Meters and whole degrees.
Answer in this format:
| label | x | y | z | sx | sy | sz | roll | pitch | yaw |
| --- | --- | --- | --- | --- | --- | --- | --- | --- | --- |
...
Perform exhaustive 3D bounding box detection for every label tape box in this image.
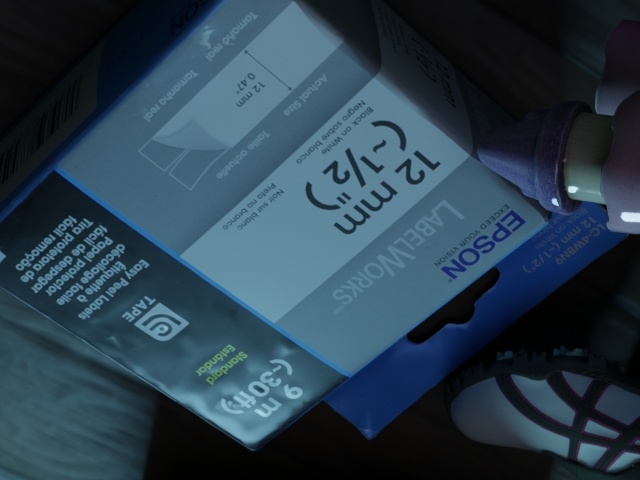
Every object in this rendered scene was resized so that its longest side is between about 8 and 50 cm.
| label | x | y | z | sx | sy | sz | roll | pitch | yaw |
| --- | --- | --- | --- | --- | --- | --- | --- | --- | --- |
| label tape box | 0.000 | 0.000 | 0.812 | 0.347 | 0.115 | 0.249 | 38 | 115 | -25 |

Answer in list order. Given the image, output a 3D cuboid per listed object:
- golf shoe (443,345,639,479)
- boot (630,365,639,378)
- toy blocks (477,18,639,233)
| label | x | y | z | sx | sy | sz | roll | pitch | yaw |
| --- | --- | --- | --- | --- | --- | --- | --- | --- | --- |
| golf shoe | 0.190 | 0.130 | 0.858 | 0.273 | 0.120 | 0.105 | -6 | 162 | 42 |
| boot | 0.293 | 0.105 | 0.894 | 0.137 | 0.077 | 0.198 | 15 | 153 | -10 |
| toy blocks | 0.181 | -0.179 | 0.665 | 0.260 | 0.309 | 0.289 | 10 | 118 | 29 |
